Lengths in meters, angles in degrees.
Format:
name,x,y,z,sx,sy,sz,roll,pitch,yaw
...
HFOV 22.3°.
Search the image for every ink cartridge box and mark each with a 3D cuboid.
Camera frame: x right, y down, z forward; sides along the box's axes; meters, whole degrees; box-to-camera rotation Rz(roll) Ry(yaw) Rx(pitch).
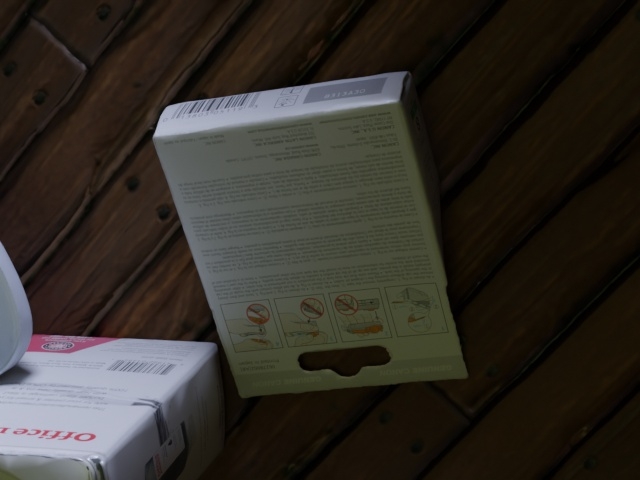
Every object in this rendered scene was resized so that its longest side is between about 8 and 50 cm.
name,x,y,z,sx,sy,sz,roll,pitch,yaw
ink cartridge box,-0.176,0.144,1.130,0.159,0.218,0.092,1,105,17
ink cartridge box,0.000,0.000,1.139,0.181,0.056,0.224,-6,121,19

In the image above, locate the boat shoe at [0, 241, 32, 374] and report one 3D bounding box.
name,x,y,z,sx,sy,sz,roll,pitch,yaw
boat shoe,-0.307,-0.028,1.182,0.306,0.105,0.113,42,108,11
